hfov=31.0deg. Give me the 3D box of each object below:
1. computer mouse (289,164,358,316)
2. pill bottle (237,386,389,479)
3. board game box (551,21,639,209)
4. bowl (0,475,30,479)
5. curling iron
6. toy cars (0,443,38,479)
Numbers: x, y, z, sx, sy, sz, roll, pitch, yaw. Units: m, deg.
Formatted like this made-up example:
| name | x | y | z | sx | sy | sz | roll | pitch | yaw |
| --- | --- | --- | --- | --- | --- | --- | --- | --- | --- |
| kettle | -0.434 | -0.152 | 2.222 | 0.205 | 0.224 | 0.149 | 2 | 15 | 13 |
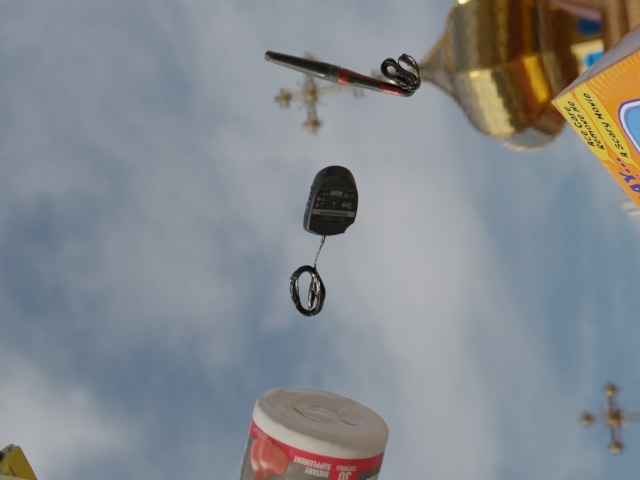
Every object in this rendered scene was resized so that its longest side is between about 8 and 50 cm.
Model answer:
| name | x | y | z | sx | sy | sz | roll | pitch | yaw |
| --- | --- | --- | --- | --- | --- | --- | --- | --- | --- |
| computer mouse | 0.000 | 0.000 | 1.627 | 0.041 | 0.071 | 0.242 | -112 | 32 | -57 |
| pill bottle | -0.031 | 0.364 | 1.485 | 0.176 | 0.176 | 0.318 | -6 | -68 | -60 |
| board game box | 0.501 | -0.133 | 0.993 | 0.356 | 0.356 | 0.356 | -41 | -86 | -17 |
| bowl | -0.413 | 0.352 | 1.264 | 0.289 | 0.156 | 0.289 | -41 | -22 | -21 |
| curling iron | 0.037 | -0.281 | 1.875 | 0.035 | 0.274 | 0.068 | -8 | -72 | -68 |
| toy cars | -0.488 | 0.317 | 1.427 | 0.393 | 0.087 | 0.176 | 24 | -121 | -49 |
